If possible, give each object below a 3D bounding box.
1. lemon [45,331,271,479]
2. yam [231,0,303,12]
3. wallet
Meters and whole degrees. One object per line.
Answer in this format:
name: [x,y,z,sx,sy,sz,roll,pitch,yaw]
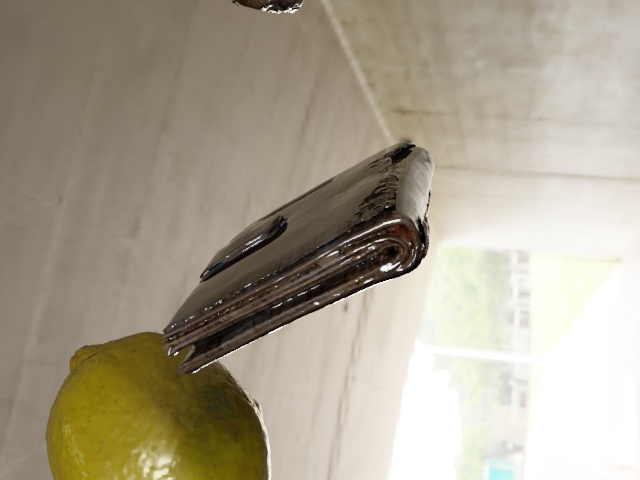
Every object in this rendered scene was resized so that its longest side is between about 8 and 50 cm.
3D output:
lemon: [-0.150,0.201,1.085,0.260,0.204,0.204,53,180,16]
yam: [-0.027,-0.268,0.990,0.079,0.079,0.141,-66,2,-59]
wallet: [0.000,0.000,0.576,0.042,0.124,0.230,60,-168,-10]
